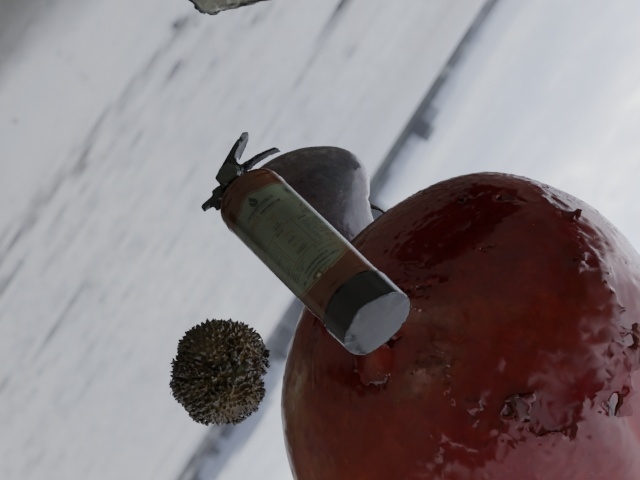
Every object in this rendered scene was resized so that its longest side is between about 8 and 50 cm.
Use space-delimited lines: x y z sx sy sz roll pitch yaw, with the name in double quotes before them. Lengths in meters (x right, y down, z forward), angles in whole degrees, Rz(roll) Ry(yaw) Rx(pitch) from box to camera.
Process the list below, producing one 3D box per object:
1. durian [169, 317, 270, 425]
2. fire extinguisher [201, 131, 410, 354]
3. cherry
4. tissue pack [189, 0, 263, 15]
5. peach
"durian" -0.068 0.092 1.337 0.080 0.080 0.091 -57 -166 -26
"fire extinguisher" -0.014 -0.003 1.156 0.062 0.177 0.050 -42 145 -4
"cherry" -0.005 -0.001 1.785 0.115 0.148 0.188 -21 -112 38
"tissue pack" 0.012 -0.359 1.516 0.198 0.210 0.370 0 -145 46
"peach" 0.139 0.128 1.495 0.370 0.370 0.370 -57 180 0
